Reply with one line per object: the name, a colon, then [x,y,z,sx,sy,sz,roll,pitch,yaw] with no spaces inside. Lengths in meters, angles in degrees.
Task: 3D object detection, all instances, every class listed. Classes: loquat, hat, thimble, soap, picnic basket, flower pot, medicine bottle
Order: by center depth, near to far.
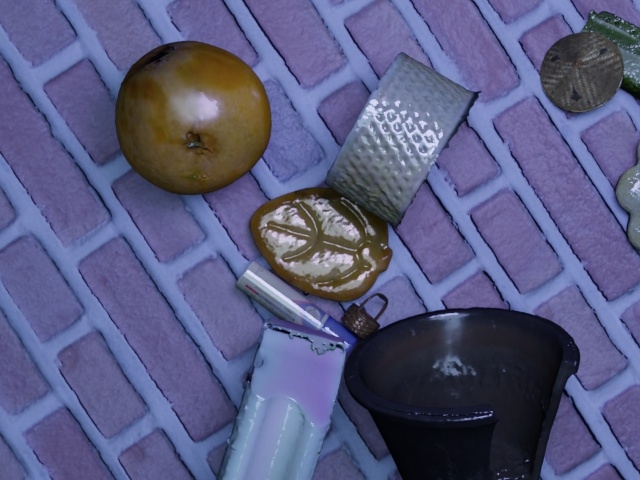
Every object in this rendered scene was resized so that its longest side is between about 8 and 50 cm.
soap: [-0.088,0.363,1.633,0.156,0.261,0.446,17,93,-1]
flower pot: [0.235,0.291,1.639,0.380,0.379,0.251,-10,112,-1]
thimble: [0.135,-0.170,1.643,0.150,0.271,0.270,31,89,2]
loquat: [-0.213,-0.204,1.658,0.263,0.263,0.263,0,90,-1]
hat: [0.451,-0.302,1.719,0.146,0.067,0.146,-2,85,22]
picnic basket: [0.084,0.126,1.737,0.072,0.072,0.083,41,95,0]
medicine bottle: [-0.042,0.125,1.739,0.231,0.059,0.059,36,89,0]

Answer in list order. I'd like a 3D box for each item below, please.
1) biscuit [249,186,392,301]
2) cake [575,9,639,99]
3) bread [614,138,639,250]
biscuit: [0.000,0.001,1.749,0.260,0.041,0.202,17,90,-2]
cake: [0.566,-0.312,1.764,0.235,0.099,0.100,35,92,20]
bread: [0.625,-0.081,1.742,0.207,0.056,0.286,1,94,0]
